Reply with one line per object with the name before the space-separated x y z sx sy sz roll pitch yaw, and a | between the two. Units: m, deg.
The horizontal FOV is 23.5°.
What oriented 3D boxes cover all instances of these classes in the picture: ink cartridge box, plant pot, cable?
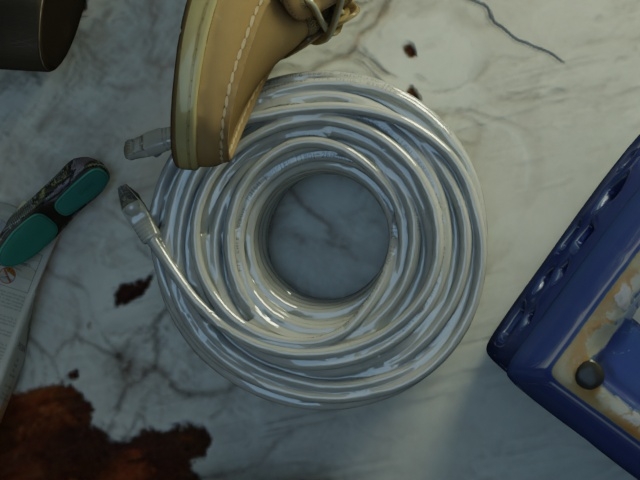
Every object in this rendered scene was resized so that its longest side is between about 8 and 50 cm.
ink cartridge box | -0.301 0.051 1.241 0.145 0.045 0.179 18 74 7
plant pot | 0.268 0.064 1.072 0.236 0.212 0.236 37 96 5
cable | 0.000 0.000 1.169 0.257 0.089 0.257 -23 88 6

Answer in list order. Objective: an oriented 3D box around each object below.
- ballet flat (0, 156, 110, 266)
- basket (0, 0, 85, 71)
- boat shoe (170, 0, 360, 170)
ballet flat | -0.217 -0.025 1.220 0.114 0.041 0.041 -42 85 -3
basket | -0.302 -0.217 1.179 0.227 0.154 0.204 13 94 3
boat shoe | -0.020 -0.200 1.117 0.110 0.121 0.341 17 73 2
